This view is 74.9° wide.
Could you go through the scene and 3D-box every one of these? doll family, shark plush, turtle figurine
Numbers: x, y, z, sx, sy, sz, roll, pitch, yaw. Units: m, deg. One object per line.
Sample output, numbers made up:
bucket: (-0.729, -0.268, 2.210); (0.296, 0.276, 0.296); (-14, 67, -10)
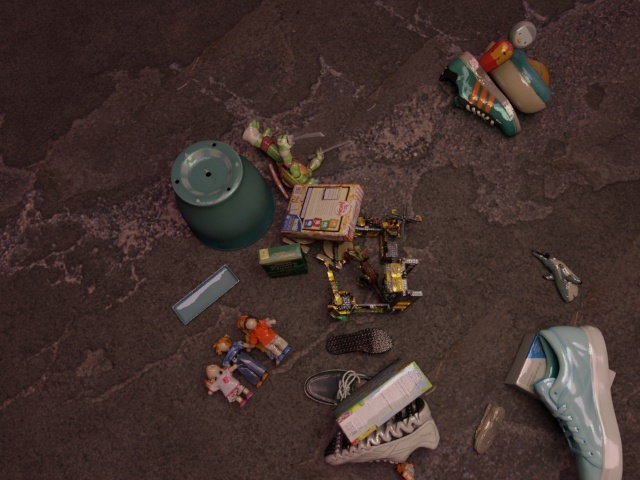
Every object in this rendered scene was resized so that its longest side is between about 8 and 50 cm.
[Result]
doll family: (-0.194, 0.296, 1.104); (0.163, 0.118, 0.262); (40, 97, 7)
shark plush: (0.643, 0.089, 1.145); (0.067, 0.073, 0.161); (-45, 79, 21)
turtle figurine: (-0.072, -0.276, 1.218); (0.266, 0.274, 0.198); (37, 44, 16)

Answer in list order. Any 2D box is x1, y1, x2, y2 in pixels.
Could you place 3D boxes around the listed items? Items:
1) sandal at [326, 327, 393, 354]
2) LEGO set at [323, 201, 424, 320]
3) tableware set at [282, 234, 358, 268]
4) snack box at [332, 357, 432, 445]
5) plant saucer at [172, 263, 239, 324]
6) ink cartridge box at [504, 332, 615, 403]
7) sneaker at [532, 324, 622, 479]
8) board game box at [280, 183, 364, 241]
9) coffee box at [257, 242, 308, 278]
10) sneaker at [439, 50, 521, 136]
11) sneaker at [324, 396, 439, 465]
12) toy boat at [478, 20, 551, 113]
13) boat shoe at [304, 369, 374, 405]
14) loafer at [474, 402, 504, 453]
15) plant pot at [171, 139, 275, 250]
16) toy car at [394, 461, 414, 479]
sandal: (0.105, 0.275, 1.124); (0.180, 0.040, 0.067); (-8, 67, 15)
LEGO set: (0.133, 0.046, 1.079); (0.255, 0.192, 0.330); (10, 65, -4)
tableware set: (0.000, 0.000, 1.209); (0.194, 0.039, 0.128); (27, 65, 4)
snack box: (0.131, 0.355, 0.942); (0.207, 0.174, 0.070); (-35, 80, -8)
plant saucer: (-0.324, 0.153, 1.188); (0.192, 0.018, 0.067); (-39, 75, -10)
ink cartridge box: (0.599, 0.345, 1.050); (0.203, 0.086, 0.148); (27, 77, 11)
sneaker: (0.559, 0.374, 0.943); (0.150, 0.135, 0.365); (1, 67, 12)
board game box: (0.004, -0.076, 1.095); (0.194, 0.045, 0.146); (5, 69, 29)
coffee box: (-0.097, 0.058, 1.118); (0.113, 0.184, 0.040); (-9, 72, 0)
sneaker: (0.488, -0.428, 1.291); (0.121, 0.108, 0.302); (-37, 82, 19)
sneaker: (0.144, 0.487, 0.999); (0.292, 0.110, 0.118); (-29, 97, 16)
toy boat: (0.569, -0.504, 1.200); (0.148, 0.318, 0.267); (-38, 67, 30)
boat shoe: (0.084, 0.383, 1.066); (0.255, 0.079, 0.095); (8, 73, 5)
loafer: (0.418, 0.471, 1.051); (0.045, 0.039, 0.125); (37, 79, -21)
plant pot: (-0.278, -0.132, 1.148); (0.272, 0.255, 0.271); (-1, 74, 3)
toy car: (0.182, 0.537, 1.026); (0.122, 0.060, 0.040); (41, 75, 13)
